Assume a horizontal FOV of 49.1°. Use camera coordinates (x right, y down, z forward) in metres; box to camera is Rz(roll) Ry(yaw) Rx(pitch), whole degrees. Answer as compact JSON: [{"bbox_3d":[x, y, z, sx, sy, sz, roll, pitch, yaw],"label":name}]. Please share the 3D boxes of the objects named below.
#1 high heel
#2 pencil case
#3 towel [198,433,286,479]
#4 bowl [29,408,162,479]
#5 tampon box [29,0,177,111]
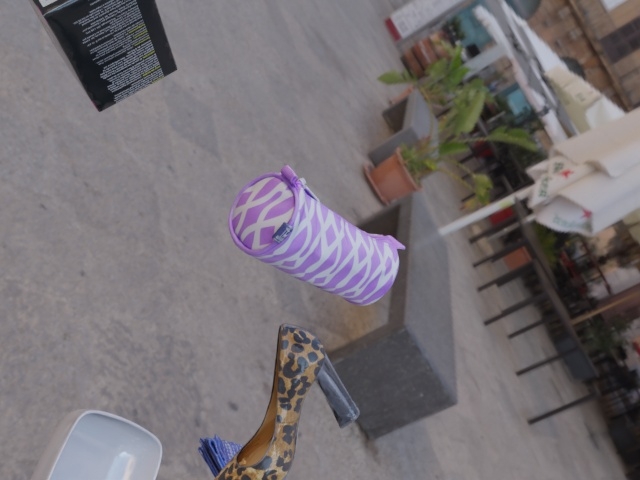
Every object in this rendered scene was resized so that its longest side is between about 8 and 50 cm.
[{"bbox_3d":[-0.090,0.242,0.979,0.186,0.261,0.093,60,-12,-21],"label":"high heel"},{"bbox_3d":[0.000,0.000,0.691,0.086,0.088,0.206,38,4,38],"label":"pencil case"},{"bbox_3d":[-0.091,0.473,1.288,0.243,0.040,0.336,52,1,26],"label":"towel"},{"bbox_3d":[-0.238,0.249,0.714,0.142,0.053,0.142,47,53,-47],"label":"bowl"},{"bbox_3d":[-0.227,-0.233,0.695,0.120,0.101,0.161,55,-12,17],"label":"tampon box"}]
